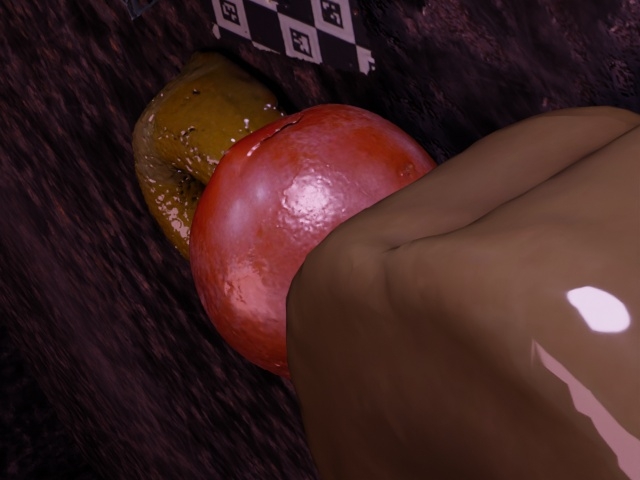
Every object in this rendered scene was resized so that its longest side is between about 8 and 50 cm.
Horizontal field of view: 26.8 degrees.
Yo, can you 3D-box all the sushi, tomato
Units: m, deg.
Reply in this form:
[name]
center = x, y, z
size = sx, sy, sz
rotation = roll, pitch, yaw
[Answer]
[sushi]
center = -0.036, -0.229, 0.955
size = 0.192, 0.040, 0.210
rotation = 22, 141, 44
[tomato]
center = 0.000, 0.000, 1.002
size = 0.184, 0.208, 0.208
rotation = 50, 160, 12

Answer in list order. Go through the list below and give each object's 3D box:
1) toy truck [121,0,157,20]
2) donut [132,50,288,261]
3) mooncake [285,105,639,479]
[toy truck]
center = -0.212, -0.292, 1.193
size = 0.177, 0.080, 0.115
rotation = 42, 166, 26
[donut]
center = -0.077, -0.041, 1.257
size = 0.272, 0.107, 0.272
rotation = 43, 158, 22
[mooncake]
center = 0.200, 0.139, 0.708
size = 0.467, 0.262, 0.467
rotation = 47, 158, 25
